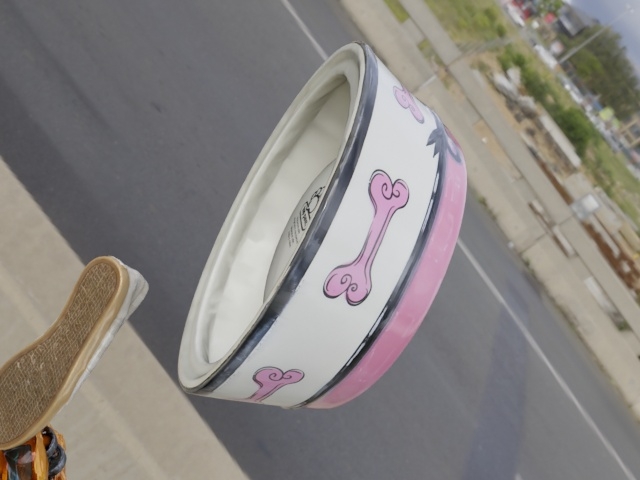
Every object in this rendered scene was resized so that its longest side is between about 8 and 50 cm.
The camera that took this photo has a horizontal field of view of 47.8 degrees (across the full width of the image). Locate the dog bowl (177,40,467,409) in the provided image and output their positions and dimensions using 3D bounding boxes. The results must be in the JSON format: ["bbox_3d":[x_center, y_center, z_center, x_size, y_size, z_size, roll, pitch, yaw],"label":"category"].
[{"bbox_3d":[0.000,0.000,0.792,0.150,0.408,0.408,27,29,-16],"label":"dog bowl"}]

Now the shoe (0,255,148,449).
[{"bbox_3d":[-0.247,0.114,0.709,0.077,0.219,0.058,38,1,21],"label":"shoe"}]

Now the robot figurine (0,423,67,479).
[{"bbox_3d":[-0.317,0.303,0.754,0.211,0.085,0.291,88,-10,-46],"label":"robot figurine"}]
